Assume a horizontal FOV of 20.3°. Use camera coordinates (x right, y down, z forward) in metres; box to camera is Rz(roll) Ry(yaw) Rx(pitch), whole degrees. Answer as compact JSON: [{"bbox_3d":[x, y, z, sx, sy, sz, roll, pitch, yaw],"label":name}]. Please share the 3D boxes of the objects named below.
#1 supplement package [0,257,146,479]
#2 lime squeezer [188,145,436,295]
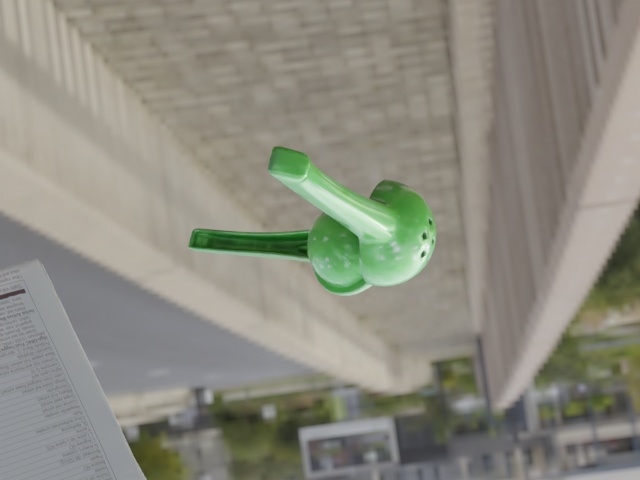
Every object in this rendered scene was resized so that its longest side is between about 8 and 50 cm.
[{"bbox_3d":[-0.161,0.157,0.872,0.139,0.244,0.134,-16,156,-28],"label":"supplement package"},{"bbox_3d":[0.000,0.000,0.980,0.110,0.059,0.310,-2,174,-12],"label":"lime squeezer"}]
